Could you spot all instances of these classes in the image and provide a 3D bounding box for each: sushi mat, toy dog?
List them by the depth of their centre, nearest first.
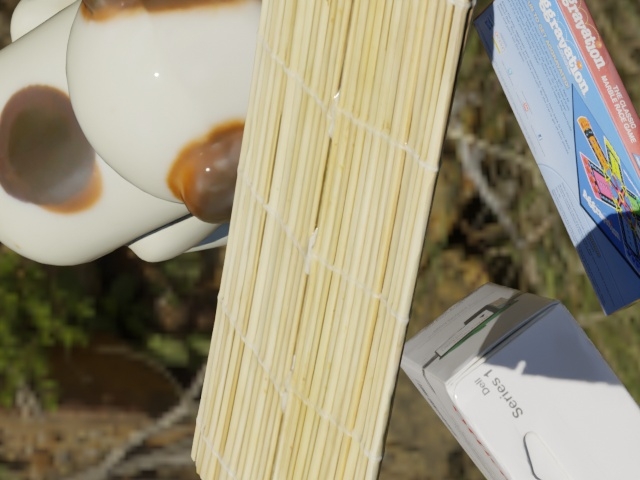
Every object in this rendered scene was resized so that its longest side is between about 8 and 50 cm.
[{"bbox_3d":[0.000,0.000,0.821,0.019,0.151,0.316,-7,121,-30],"label":"sushi mat"},{"bbox_3d":[-0.133,-0.128,1.514,0.395,0.284,0.408,-18,180,-25],"label":"toy dog"}]

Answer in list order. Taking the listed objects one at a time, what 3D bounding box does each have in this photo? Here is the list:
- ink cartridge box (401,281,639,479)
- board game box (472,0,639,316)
[{"bbox_3d":[0.142,0.118,1.264,0.093,0.160,0.219,-38,-174,-4],"label":"ink cartridge box"},{"bbox_3d":[0.217,-0.085,1.607,0.027,0.281,0.145,-20,172,-21],"label":"board game box"}]
